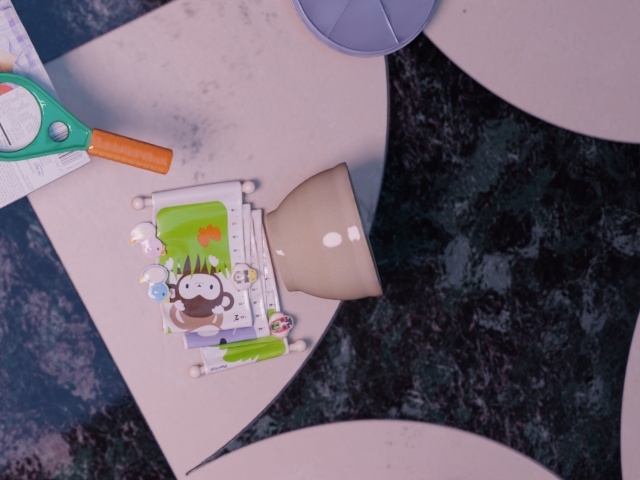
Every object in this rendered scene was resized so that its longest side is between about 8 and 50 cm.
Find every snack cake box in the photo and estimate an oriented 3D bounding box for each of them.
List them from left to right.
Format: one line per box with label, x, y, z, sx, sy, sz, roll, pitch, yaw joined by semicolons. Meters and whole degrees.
snack cake box;-0.375;-0.167;1.423;0.152;0.089;0.264;-29;103;-17

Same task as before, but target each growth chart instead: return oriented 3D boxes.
growth chart;-0.124;0.044;1.573;0.172;0.021;0.237;-18;99;-19

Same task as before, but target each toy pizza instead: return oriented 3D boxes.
toy pizza;0.050;-0.321;1.615;0.201;0.032;0.201;-1;93;-21

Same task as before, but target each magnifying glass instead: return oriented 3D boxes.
magnifying glass;-0.268;-0.112;1.411;0.231;0.026;0.092;15;87;-21

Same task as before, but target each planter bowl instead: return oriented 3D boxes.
planter bowl;0.000;0.000;1.559;0.109;0.162;0.162;-15;99;4
